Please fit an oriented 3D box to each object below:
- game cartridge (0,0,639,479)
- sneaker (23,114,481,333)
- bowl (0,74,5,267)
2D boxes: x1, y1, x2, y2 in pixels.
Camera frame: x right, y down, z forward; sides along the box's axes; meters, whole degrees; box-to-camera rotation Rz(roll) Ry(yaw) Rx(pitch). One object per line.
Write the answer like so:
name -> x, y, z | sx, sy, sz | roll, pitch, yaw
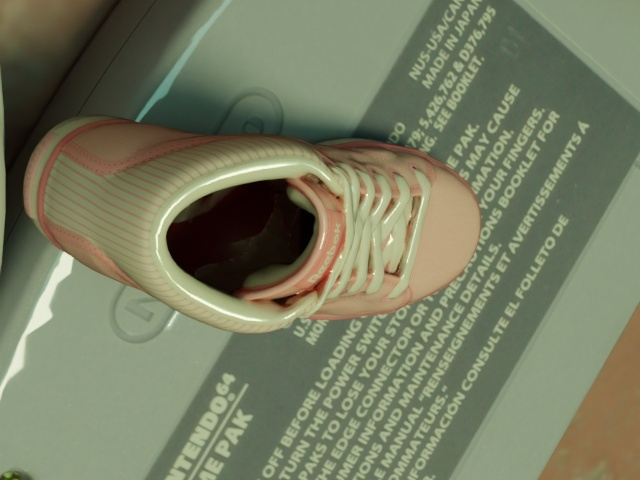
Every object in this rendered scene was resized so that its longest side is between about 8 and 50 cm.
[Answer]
game cartridge -> 0.000, 0.016, 0.473 | 0.198, 0.062, 0.297 | 33, 85, -31
sneaker -> 0.000, 0.000, 0.394 | 0.134, 0.070, 0.051 | 7, 98, -35
bowl -> -0.174, 0.002, 0.271 | 0.297, 0.134, 0.298 | -10, 110, -29
